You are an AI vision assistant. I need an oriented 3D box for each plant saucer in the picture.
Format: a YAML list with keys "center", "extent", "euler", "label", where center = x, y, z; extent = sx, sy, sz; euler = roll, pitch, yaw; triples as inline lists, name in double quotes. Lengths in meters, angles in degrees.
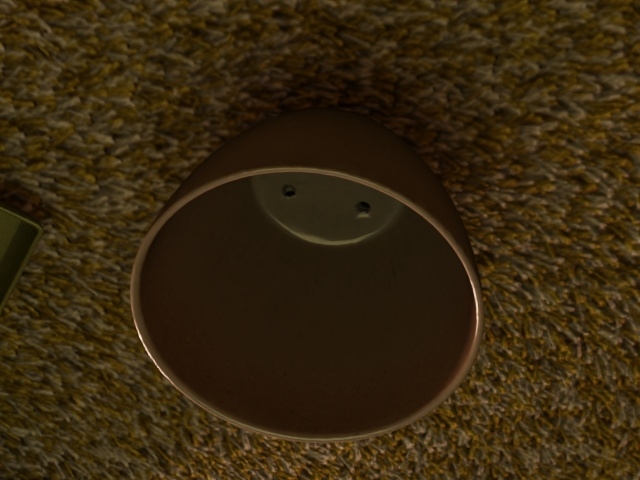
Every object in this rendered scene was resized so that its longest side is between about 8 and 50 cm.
- center: [-0.417, -0.002, 1.664]
  extent: [0.188, 0.045, 0.188]
  euler: [26, 125, -12]
  label: "plant saucer"

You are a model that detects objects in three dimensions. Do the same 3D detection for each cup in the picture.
- center: [0.000, 0.000, 1.489]
  extent: [0.331, 0.237, 0.331]
  euler: [4, 127, 6]
  label: "cup"
